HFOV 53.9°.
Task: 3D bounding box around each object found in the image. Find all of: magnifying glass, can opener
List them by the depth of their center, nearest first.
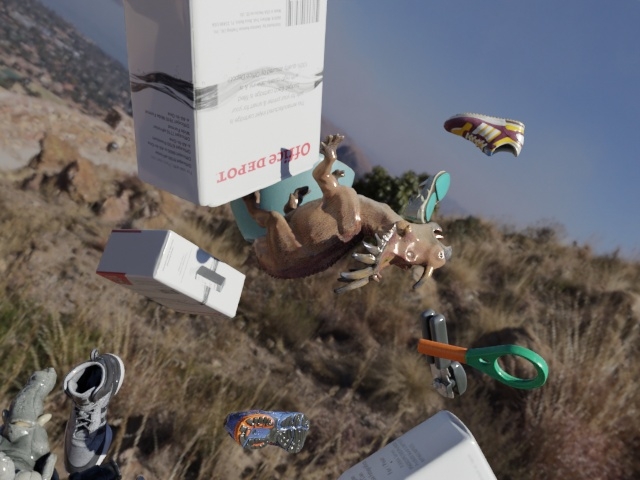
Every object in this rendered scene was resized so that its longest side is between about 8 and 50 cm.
[{"bbox_3d":[0.285,0.211,1.123,0.231,0.026,0.092,7,-49,29],"label":"magnifying glass"},{"bbox_3d":[0.324,0.304,1.686,0.074,0.093,0.280,24,-43,52],"label":"can opener"}]

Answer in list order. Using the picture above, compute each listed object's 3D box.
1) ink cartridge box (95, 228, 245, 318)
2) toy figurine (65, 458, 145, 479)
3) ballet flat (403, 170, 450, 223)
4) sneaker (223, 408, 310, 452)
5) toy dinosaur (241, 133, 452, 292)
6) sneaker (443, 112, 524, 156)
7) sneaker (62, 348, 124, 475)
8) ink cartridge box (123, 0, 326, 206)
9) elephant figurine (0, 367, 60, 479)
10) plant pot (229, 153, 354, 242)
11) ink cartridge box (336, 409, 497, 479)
[{"bbox_3d":[-0.336,0.079,1.449,0.197,0.114,0.273,1,-24,34],"label":"ink cartridge box"},{"bbox_3d":[-0.319,0.444,0.905,0.148,0.213,0.209,-19,6,-37],"label":"toy figurine"},{"bbox_3d":[0.207,-0.091,1.234,0.052,0.057,0.168,6,33,27],"label":"ballet flat"},{"bbox_3d":[-0.104,0.374,1.273,0.087,0.083,0.221,11,-11,43],"label":"sneaker"},{"bbox_3d":[0.000,0.000,0.833,0.127,0.295,0.200,14,57,-57],"label":"toy dinosaur"},{"bbox_3d":[0.377,-0.241,1.465,0.185,0.084,0.069,8,-11,12],"label":"sneaker"},{"bbox_3d":[-0.499,0.361,1.329,0.101,0.269,0.153,8,-21,2],"label":"sneaker"},{"bbox_3d":[-0.109,-0.225,0.767,0.129,0.308,0.223,22,32,32],"label":"ink cartridge box"},{"bbox_3d":[-0.421,0.314,0.859,0.169,0.186,0.239,48,-1,-5],"label":"elephant figurine"},{"bbox_3d":[-0.085,-0.083,1.410,0.290,0.196,0.290,12,-7,2],"label":"plant pot"},{"bbox_3d":[0.064,0.425,0.707,0.308,0.385,0.091,61,-5,-11],"label":"ink cartridge box"}]
